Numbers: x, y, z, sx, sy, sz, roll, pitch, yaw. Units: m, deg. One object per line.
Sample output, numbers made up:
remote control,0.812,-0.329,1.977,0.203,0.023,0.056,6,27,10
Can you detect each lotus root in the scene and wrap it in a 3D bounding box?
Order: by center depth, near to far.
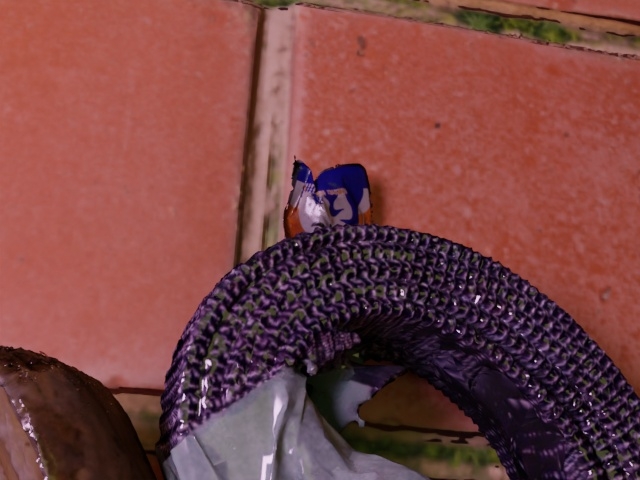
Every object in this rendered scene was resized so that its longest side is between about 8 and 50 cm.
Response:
lotus root,-0.092,0.202,0.459,0.078,0.167,0.329,-19,81,-33

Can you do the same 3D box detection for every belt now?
belt,0.056,0.139,0.522,0.325,0.122,0.260,44,64,0

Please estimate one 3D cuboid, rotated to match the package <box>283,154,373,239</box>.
package,0.000,0.000,0.617,0.077,0.033,0.111,8,84,-31
